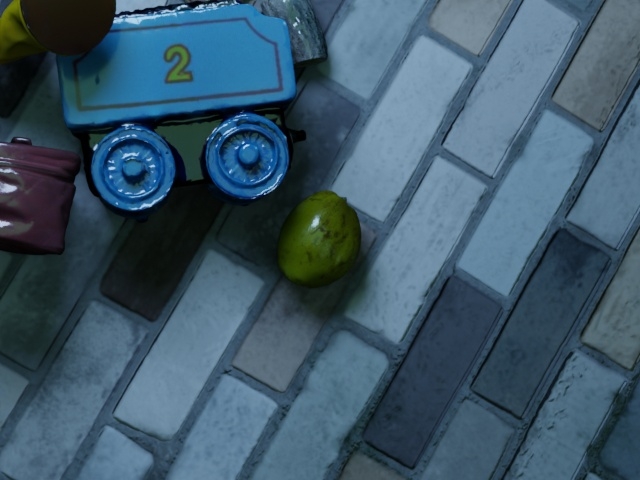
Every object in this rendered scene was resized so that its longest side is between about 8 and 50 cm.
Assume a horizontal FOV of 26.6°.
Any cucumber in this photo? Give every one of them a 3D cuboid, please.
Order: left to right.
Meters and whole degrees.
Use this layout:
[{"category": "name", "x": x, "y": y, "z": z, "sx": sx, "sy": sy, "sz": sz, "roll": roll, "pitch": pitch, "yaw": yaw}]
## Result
[{"category": "cucumber", "x": -0.031, "y": -0.282, "z": 1.800, "sx": 0.064, "sy": 0.064, "sz": 0.112, "roll": -26, "pitch": 94, "yaw": -8}]

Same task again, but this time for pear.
[{"category": "pear", "x": 0.000, "y": 0.000, "z": 1.768, "sx": 0.107, "sy": 0.107, "sz": 0.131, "roll": 34, "pitch": 91, "yaw": -5}]

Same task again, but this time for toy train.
[{"category": "toy train", "x": -0.168, "y": -0.167, "z": 1.709, "sx": 0.300, "sy": 0.188, "sz": 0.265, "roll": -8, "pitch": 89, "yaw": -7}]

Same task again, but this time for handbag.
[{"category": "handbag", "x": -0.380, "y": -0.055, "z": 1.659, "sx": 0.146, "sy": 0.225, "sz": 0.135, "roll": 9, "pitch": 86, "yaw": -20}]

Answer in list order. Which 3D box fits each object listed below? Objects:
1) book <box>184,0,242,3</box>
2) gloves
[{"category": "book", "x": -0.119, "y": -0.418, "z": 1.809, "sx": 0.162, "sy": 0.022, "sz": 0.232, "roll": 44, "pitch": 84, "yaw": -4}, {"category": "gloves", "x": -0.365, "y": -0.268, "z": 1.644, "sx": 0.133, "sy": 0.294, "sz": 0.116, "roll": -34, "pitch": 109, "yaw": -29}]
